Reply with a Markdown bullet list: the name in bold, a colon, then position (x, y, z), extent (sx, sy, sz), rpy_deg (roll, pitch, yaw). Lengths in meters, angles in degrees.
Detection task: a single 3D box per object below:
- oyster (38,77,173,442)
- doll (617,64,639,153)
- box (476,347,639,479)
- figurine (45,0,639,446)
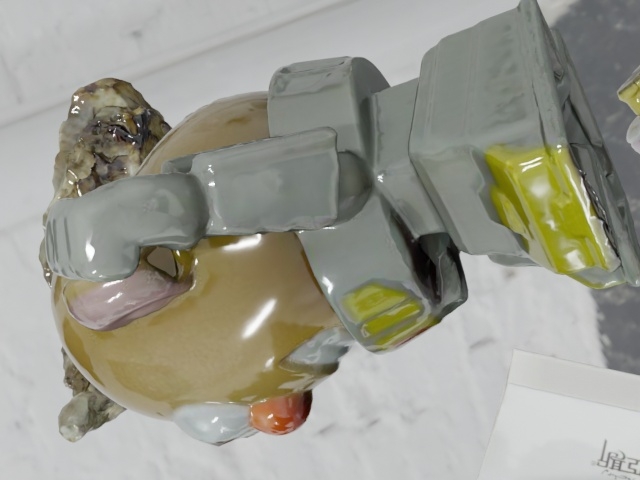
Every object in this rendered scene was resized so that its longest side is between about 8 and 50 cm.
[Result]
- **oyster**: position (-0.185, 0.028, 1.463), extent (0.111, 0.204, 0.396), rpy_deg (-15, 66, 39)
- **doll**: position (0.353, -0.075, 1.282), extent (0.207, 0.129, 0.081), rpy_deg (48, 140, 3)
- **box**: position (0.236, 0.195, 1.028), extent (0.203, 0.116, 0.274), rpy_deg (12, 158, 17)
- **figurine**: position (0.000, -0.001, 0.682), extent (0.342, 0.285, 0.167), rpy_deg (50, -153, -56)
